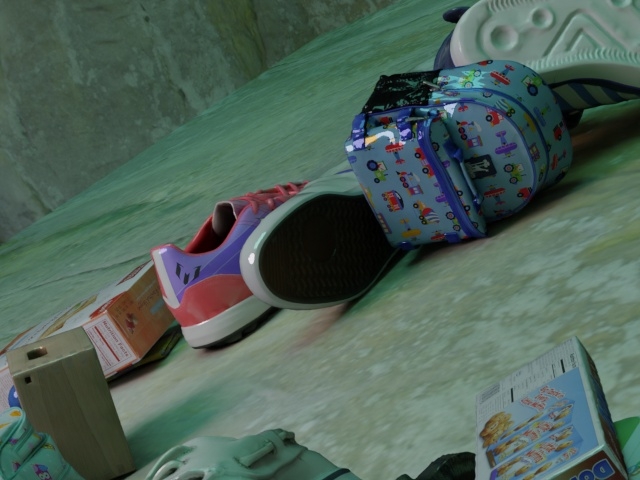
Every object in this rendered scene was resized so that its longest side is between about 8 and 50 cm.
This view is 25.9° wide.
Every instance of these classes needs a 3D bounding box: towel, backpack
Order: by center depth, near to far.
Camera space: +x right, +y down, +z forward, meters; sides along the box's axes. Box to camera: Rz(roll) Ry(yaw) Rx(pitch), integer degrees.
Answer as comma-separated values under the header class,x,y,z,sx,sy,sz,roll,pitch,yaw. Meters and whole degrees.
class,x,y,z,sx,sy,sz,roll,pitch,yaw
backpack,-0.233,0.201,1.006,0.152,0.115,0.182,-29,9,9
backpack,0.131,-0.078,1.256,0.173,0.158,0.117,-7,31,31
towel,-0.188,0.123,1.460,0.083,0.009,0.060,-26,13,17

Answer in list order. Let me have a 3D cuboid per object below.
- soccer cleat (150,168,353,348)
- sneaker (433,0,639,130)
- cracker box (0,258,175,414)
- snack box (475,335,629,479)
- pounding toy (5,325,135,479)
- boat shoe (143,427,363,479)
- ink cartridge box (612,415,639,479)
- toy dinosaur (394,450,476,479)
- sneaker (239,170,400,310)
class,x,y,z,sx,sy,sz,roll,pitch,yaw
soccer cleat,-0.047,-0.013,1.441,0.108,0.116,0.318,-15,18,46
sneaker,0.272,-0.179,1.389,0.322,0.130,0.236,-6,-10,-1
cracker box,-0.264,0.114,1.494,0.232,0.067,0.156,-28,11,25
snack box,0.104,0.090,0.656,0.064,0.022,0.178,-32,6,11
pounding toy,-0.226,0.154,1.185,0.100,0.130,0.141,-19,10,-13
boat shoe,-0.051,0.139,0.692,0.096,0.088,0.267,-56,-17,15
ink cartridge box,0.153,0.118,0.586,0.209,0.062,0.109,-28,10,43
toy dinosaur,0.010,0.167,0.644,0.118,0.064,0.268,-60,-17,18
sneaker,0.000,0.000,1.326,0.123,0.106,0.290,-12,9,38
